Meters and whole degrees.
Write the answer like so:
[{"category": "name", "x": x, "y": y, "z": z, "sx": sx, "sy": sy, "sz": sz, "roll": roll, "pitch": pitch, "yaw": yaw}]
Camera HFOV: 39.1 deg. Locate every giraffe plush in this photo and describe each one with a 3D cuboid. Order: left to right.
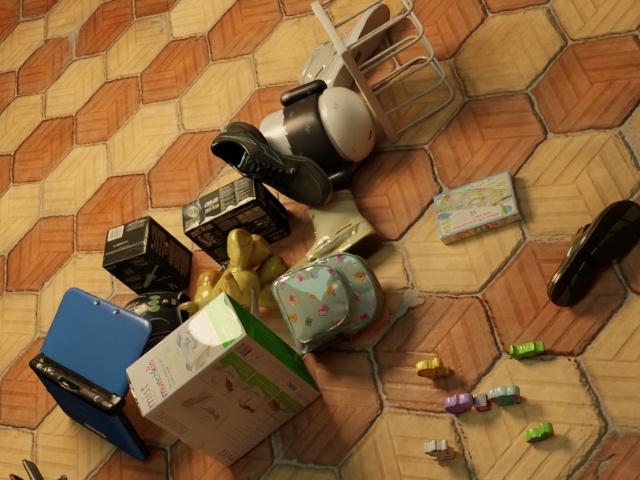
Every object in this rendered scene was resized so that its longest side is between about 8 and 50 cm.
[{"category": "giraffe plush", "x": -0.181, "y": 0.102, "z": 1.810, "sx": 0.171, "sy": 0.181, "sz": 0.210, "roll": -27, "pitch": 30, "yaw": 30}]

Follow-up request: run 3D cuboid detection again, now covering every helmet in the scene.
[{"category": "helmet", "x": -0.340, "y": 0.187, "z": 1.857, "sx": 0.162, "sy": 0.169, "sz": 0.169, "roll": -16, "pitch": 51, "yaw": 7}]

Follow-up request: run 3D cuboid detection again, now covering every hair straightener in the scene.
[{"category": "hair straightener", "x": -0.552, "y": 0.516, "z": 1.838, "sx": 0.089, "sy": 0.047, "sz": 0.230, "roll": -50, "pitch": 47, "yaw": -6}]

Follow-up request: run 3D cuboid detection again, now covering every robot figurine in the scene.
[{"category": "robot figurine", "x": -0.017, "y": -0.214, "z": 1.913, "sx": 0.278, "sy": 0.209, "sz": 0.173, "roll": -22, "pitch": 20, "yaw": 21}]

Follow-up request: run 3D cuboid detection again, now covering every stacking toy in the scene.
[{"category": "stacking toy", "x": 0.266, "y": 0.259, "z": 1.479, "sx": 0.221, "sy": 0.052, "sz": 0.166, "roll": -16, "pitch": 52, "yaw": 23}]

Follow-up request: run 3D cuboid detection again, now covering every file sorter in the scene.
[{"category": "file sorter", "x": 0.137, "y": -0.383, "z": 1.859, "sx": 0.173, "sy": 0.277, "sz": 0.192, "roll": -30, "pitch": 48, "yaw": 7}]

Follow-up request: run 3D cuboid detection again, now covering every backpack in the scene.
[{"category": "backpack", "x": 0.018, "y": 0.108, "z": 1.675, "sx": 0.189, "sy": 0.144, "sz": 0.165, "roll": -24, "pitch": 76, "yaw": 5}]

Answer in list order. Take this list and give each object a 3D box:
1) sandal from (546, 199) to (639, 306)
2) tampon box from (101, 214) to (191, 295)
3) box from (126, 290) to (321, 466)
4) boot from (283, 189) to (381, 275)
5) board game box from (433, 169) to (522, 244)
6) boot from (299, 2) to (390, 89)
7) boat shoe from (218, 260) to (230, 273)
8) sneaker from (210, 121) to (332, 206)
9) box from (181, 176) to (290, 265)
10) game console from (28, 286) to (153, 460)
[{"category": "sandal", "x": 0.454, "y": 0.017, "z": 1.518, "sx": 0.219, "sy": 0.090, "sz": 0.060, "roll": -52, "pitch": 25, "yaw": 1}, {"category": "tampon box", "x": -0.378, "y": 0.041, "z": 1.975, "sx": 0.121, "sy": 0.161, "sz": 0.101, "roll": -17, "pitch": 51, "yaw": 21}, {"category": "box", "x": -0.169, "y": 0.258, "z": 1.620, "sx": 0.231, "sy": 0.262, "sz": 0.126, "roll": -39, "pitch": 46, "yaw": 5}, {"category": "boot", "x": 0.000, "y": 0.000, "z": 1.816, "sx": 0.213, "sy": 0.077, "sz": 0.165, "roll": -32, "pitch": 48, "yaw": 4}, {"category": "board game box", "x": 0.294, "y": -0.062, "z": 1.700, "sx": 0.154, "sy": 0.026, "sz": 0.103, "roll": -19, "pitch": 51, "yaw": 21}, {"category": "boot", "x": 0.049, "y": -0.449, "z": 2.080, "sx": 0.123, "sy": 0.095, "sz": 0.258, "roll": 25, "pitch": 76, "yaw": 35}, {"category": "boat shoe", "x": -0.194, "y": 0.061, "z": 1.928, "sx": 0.100, "sy": 0.035, "sz": 0.035, "roll": -40, "pitch": 46, "yaw": 3}, {"category": "sneaker", "x": -0.103, "y": -0.139, "z": 1.807, "sx": 0.267, "sy": 0.106, "sz": 0.101, "roll": 31, "pitch": 120, "yaw": 13}, {"category": "box", "x": -0.179, "y": -0.042, "z": 1.913, "sx": 0.180, "sy": 0.147, "sz": 0.077, "roll": -25, "pitch": 49, "yaw": 18}, {"category": "game console", "x": -0.434, "y": 0.268, "z": 1.831, "sx": 0.293, "sy": 0.250, "sz": 0.173, "roll": 17, "pitch": 51, "yaw": 40}]
